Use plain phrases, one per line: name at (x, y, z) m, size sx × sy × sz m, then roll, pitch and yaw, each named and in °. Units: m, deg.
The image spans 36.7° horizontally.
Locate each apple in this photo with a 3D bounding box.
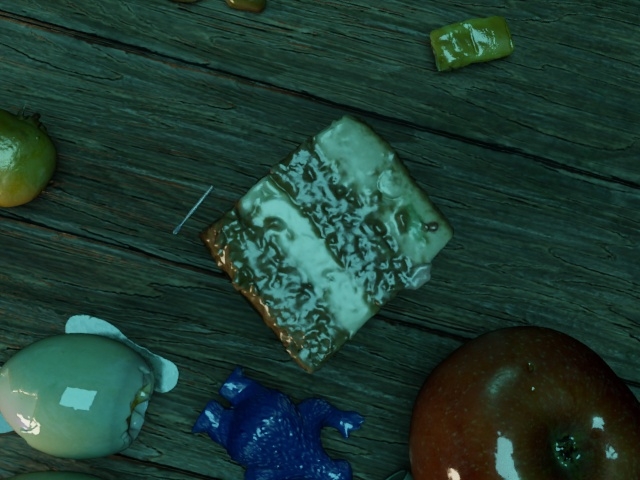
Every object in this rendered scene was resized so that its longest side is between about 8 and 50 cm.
apple at (0.295, 0.288, 1.354) m, size 0.348 × 0.277 × 0.349 m, roll 3°, pitch 76°, yaw -14°

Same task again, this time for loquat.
loquat at (-0.469, -0.124, 1.436) m, size 0.163 × 0.137 × 0.163 m, roll -3°, pitch 75°, yaw 10°

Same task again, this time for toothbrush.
toothbrush at (-0.198, -0.048, 1.508) m, size 0.006 × 0.008 × 0.097 m, roll 39°, pitch 84°, yaw -4°

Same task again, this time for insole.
insole at (-0.306, 0.174, 1.486) m, size 0.193 × 0.006 × 0.065 m, roll 28°, pitch 84°, yaw -1°

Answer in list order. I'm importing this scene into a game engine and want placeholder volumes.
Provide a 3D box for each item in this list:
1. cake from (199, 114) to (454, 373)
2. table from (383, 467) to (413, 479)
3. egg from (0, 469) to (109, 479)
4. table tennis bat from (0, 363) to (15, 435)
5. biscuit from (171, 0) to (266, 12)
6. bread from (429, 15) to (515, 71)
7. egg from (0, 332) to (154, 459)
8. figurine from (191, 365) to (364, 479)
cake at (0.000, 0.000, 1.388) m, size 0.290 × 0.282 × 0.256 m, roll -38°, pitch 95°, yaw -9°
table at (0.157, 0.459, 1.428) m, size 0.126 × 0.126 × 0.220 m, roll -43°, pitch 88°, yaw -5°
egg at (-0.366, 0.434, 1.361) m, size 0.295 × 0.218 × 0.219 m, roll 17°, pitch 85°, yaw 11°
table tennis bat at (-0.507, 0.246, 1.415) m, size 0.169 × 0.119 × 0.108 m, roll -17°, pitch 86°, yaw -6°
biscuit at (-0.158, -0.471, 1.524) m, size 0.164 × 0.047 × 0.208 m, roll 6°, pitch 86°, yaw -1°
bread at (0.238, -0.311, 1.527) m, size 0.132 × 0.053 × 0.074 m, roll -12°, pitch 86°, yaw -6°
egg at (-0.360, 0.220, 1.394) m, size 0.217 × 0.183 × 0.183 m, roll 15°, pitch 85°, yaw 4°
figurine at (-0.057, 0.298, 1.432) m, size 0.262 × 0.121 × 0.164 m, roll 22°, pitch 81°, yaw -3°
